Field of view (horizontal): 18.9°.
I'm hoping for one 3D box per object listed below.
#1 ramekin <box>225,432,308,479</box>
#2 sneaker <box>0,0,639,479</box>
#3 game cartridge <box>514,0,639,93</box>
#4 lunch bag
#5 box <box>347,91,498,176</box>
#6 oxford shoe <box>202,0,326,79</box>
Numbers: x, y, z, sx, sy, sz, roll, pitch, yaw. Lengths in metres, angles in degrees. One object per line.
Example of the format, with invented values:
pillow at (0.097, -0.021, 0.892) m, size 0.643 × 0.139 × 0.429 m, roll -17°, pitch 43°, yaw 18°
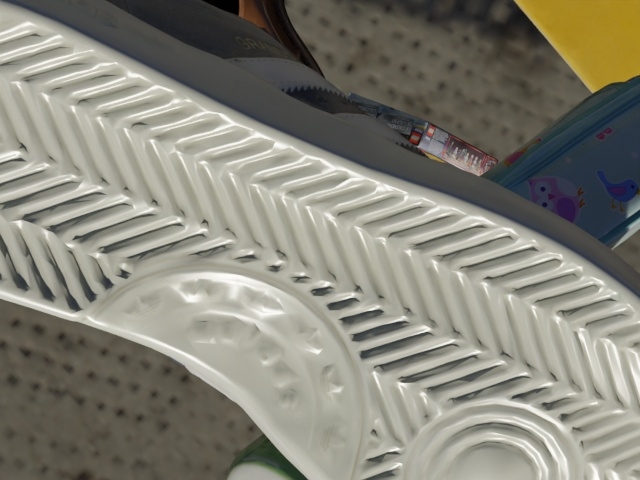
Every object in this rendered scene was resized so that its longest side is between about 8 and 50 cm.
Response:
ramekin at (0.060, 0.240, 1.396) m, size 0.148 × 0.303 × 0.303 m, roll -28°, pitch 126°, yaw -25°
sneaker at (0.000, 0.000, 0.667) m, size 0.350 × 0.148 × 0.131 m, roll 33°, pitch 106°, yaw -14°
game cartridge at (0.297, -0.299, 1.759) m, size 0.285 × 0.324 × 0.052 m, roll -40°, pitch 176°, yaw 12°
lunch bag at (0.177, -0.021, 1.522) m, size 0.224 × 0.279 × 0.108 m, roll -36°, pitch 87°, yaw -26°
box at (0.091, -0.093, 1.763) m, size 0.137 × 0.094 × 0.027 m, roll 22°, pitch 90°, yaw -55°
oxford shoe at (-0.051, -0.128, 1.393) m, size 0.076 × 0.076 × 0.212 m, roll -36°, pitch 109°, yaw -54°
